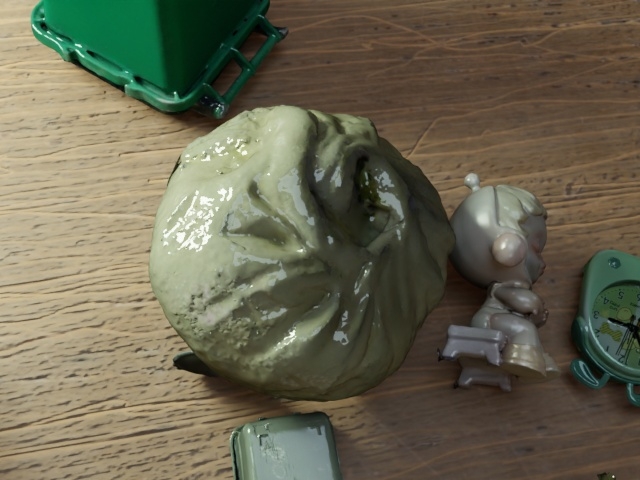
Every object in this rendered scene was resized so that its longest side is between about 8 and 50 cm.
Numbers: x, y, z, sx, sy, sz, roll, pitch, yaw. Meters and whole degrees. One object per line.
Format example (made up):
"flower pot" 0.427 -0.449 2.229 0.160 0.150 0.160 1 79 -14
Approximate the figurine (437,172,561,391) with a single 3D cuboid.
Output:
"figurine" 0.209 0.043 1.037 0.144 0.182 0.257 -11 61 37

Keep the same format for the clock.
"clock" 0.384 0.112 1.086 0.148 0.060 0.188 24 65 4

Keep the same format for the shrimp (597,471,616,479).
"shrimp" 0.266 0.369 0.914 0.173 0.058 0.253 3 66 5

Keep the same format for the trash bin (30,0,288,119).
"trash bin" -0.199 -0.357 1.060 0.295 0.381 0.259 30 67 7

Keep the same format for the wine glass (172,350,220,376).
"wine glass" -0.116 0.048 1.036 0.103 0.103 0.222 4 66 -5

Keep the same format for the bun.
"bun" 0.000 0.000 0.945 0.360 0.211 0.360 18 61 -37

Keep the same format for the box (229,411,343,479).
"box" -0.030 0.268 0.948 0.124 0.093 0.172 -8 67 -10
